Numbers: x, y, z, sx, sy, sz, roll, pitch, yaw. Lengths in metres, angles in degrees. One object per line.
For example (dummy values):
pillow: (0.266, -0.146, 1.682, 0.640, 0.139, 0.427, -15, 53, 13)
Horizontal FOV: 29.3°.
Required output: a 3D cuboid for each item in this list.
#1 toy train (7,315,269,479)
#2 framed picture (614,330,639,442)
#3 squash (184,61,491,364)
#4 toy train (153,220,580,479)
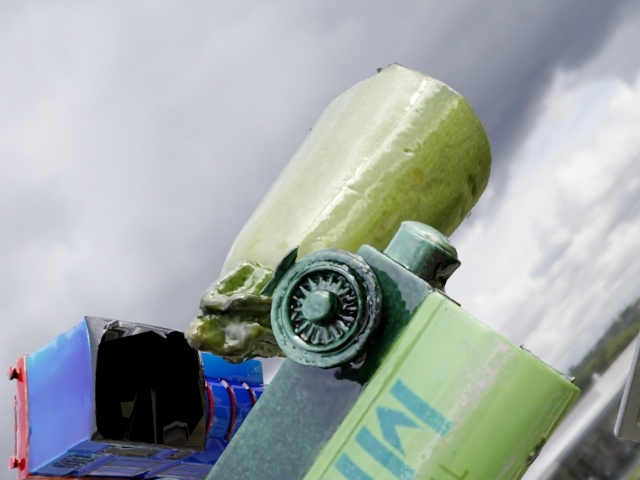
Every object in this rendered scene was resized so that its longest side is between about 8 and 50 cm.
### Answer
toy train: (-0.092, 0.116, 0.783, 0.204, 0.083, 0.131, 13, -32, -38)
framed picture: (0.380, 0.093, 0.948, 0.018, 0.265, 0.192, -44, -35, -75)
squash: (-0.002, 0.011, 0.786, 0.287, 0.137, 0.137, -50, -10, -43)
toy train: (0.016, 0.119, 0.591, 0.253, 0.157, 0.105, -56, -29, 0)
